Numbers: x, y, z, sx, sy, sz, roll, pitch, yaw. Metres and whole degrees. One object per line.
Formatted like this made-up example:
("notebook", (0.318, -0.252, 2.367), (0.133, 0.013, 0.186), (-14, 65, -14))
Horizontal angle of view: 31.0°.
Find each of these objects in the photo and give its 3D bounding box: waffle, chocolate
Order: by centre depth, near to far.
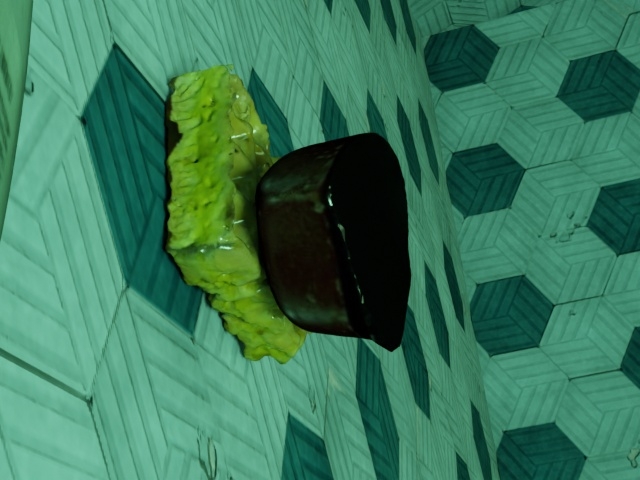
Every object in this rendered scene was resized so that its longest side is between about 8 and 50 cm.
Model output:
("chocolate", (0.000, 0.000, 0.754), (0.125, 0.080, 0.148), (27, 59, -59))
("waffle", (-0.049, 0.000, 0.843), (0.211, 0.055, 0.160), (63, 18, -51))

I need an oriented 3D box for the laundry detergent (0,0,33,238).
("laundry detergent", (-0.145, 0.024, 0.182), (0.264, 0.125, 0.397), (85, 3, -54))
